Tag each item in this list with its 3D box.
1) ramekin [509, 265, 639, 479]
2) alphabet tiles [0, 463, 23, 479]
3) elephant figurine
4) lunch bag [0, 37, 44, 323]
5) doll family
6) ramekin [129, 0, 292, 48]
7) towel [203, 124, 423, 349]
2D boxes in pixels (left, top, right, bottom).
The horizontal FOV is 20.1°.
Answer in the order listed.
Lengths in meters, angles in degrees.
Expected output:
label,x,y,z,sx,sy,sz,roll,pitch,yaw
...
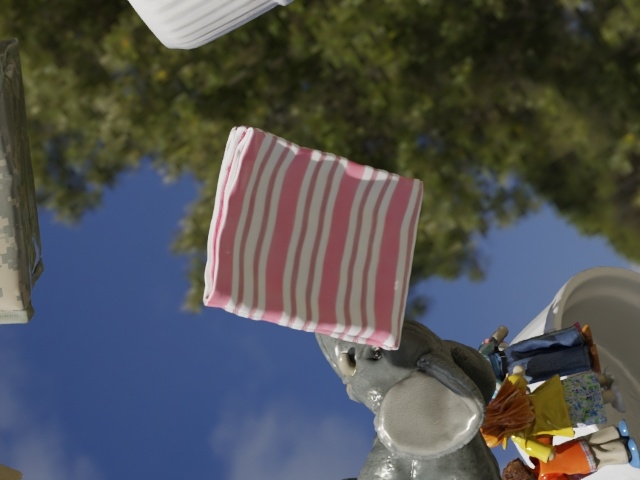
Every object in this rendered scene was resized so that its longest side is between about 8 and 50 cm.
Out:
label,x,y,z,sx,sy,sz,roll,pitch,yaw
ramekin,0.338,0.180,2.082,0.277,0.135,0.277,20,-130,-26
alphabet tiles,-0.356,0.246,1.282,0.285,0.011,0.342,20,-143,4
elephant figurine,0.085,0.146,1.601,0.186,0.169,0.239,-3,-76,-29
lunch bag,-0.402,-0.043,1.604,0.169,0.287,0.235,-101,7,-69
doll family,0.210,0.148,1.840,0.263,0.163,0.118,-107,1,-55
ramekin,-0.110,-0.235,1.299,0.207,0.109,0.207,56,-177,-4
towel,0.000,0.000,1.414,0.197,0.029,0.144,16,-101,-35
